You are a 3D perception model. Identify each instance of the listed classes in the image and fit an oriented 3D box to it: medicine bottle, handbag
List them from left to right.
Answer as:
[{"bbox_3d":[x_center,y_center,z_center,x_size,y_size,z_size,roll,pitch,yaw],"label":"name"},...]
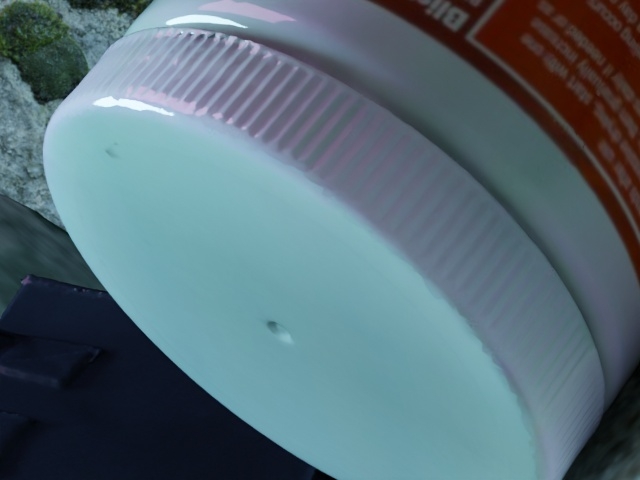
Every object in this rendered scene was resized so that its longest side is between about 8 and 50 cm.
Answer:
[{"bbox_3d":[-0.138,0.147,0.727,0.325,0.269,0.118,-56,-26,-58],"label":"handbag"},{"bbox_3d":[0.050,-0.047,0.626,0.241,0.252,0.252,-51,8,-26],"label":"medicine bottle"}]

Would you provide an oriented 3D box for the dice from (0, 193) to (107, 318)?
[{"bbox_3d":[-0.300,0.173,1.099,0.328,0.348,0.330,-50,-6,20],"label":"dice"}]
